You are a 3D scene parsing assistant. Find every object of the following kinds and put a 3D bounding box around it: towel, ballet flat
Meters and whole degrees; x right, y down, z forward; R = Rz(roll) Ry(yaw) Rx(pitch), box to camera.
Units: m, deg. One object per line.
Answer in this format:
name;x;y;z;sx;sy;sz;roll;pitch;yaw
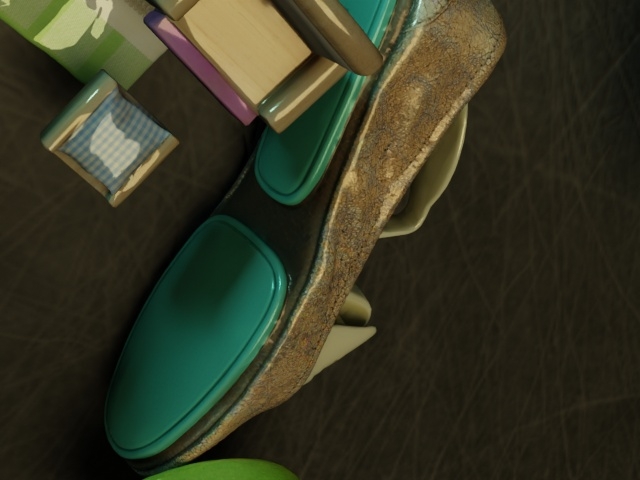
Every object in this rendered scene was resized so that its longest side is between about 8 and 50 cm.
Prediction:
towel;-0.082;-0.144;0.518;0.152;0.023;0.113;-46;126;8
ballet flat;0.000;0.000;0.598;0.106;0.107;0.316;16;113;-39

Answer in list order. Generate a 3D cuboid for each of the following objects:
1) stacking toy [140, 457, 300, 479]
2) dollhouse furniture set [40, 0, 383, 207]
stacking toy;-0.122;0.257;0.631;0.309;0.130;0.279;-8;143;-19
dollhouse furniture set;-0.168;-0.054;0.384;0.303;0.198;0.286;-44;117;-1
